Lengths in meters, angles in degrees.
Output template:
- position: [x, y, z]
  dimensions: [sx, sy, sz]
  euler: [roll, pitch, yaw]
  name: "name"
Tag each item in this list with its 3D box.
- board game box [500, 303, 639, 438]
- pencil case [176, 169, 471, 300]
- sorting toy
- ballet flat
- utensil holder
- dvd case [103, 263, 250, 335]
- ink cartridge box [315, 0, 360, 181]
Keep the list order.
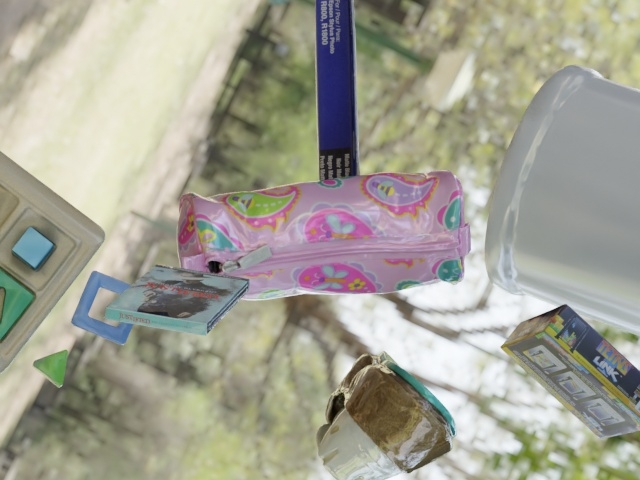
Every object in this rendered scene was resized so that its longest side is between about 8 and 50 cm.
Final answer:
- position: [0.310, 0.156, 1.985]
  dimensions: [0.048, 0.170, 0.141]
  euler: [-49, -175, -18]
  name: "board game box"
- position: [0.000, 0.000, 1.631]
  dimensions: [0.124, 0.284, 0.124]
  euler: [175, -90, -79]
  name: "pencil case"
- position: [-0.348, 0.011, 1.743]
  dimensions: [0.196, 0.347, 0.047]
  euler: [-54, -177, -14]
  name: "sorting toy"
- position: [0.051, 0.181, 1.657]
  dimensions: [0.124, 0.116, 0.342]
  euler: [-42, -175, -2]
  name: "ballet flat"
- position: [0.461, -0.025, 2.244]
  dimensions: [0.327, 0.385, 0.328]
  euler: [-42, 143, -42]
  name: "utensil holder"
- position: [-0.116, 0.048, 1.386]
  dimensions: [0.119, 0.087, 0.013]
  euler: [-45, 141, -69]
  name: "dvd case"
- position: [0.018, -0.154, 1.817]
  dimensions: [0.224, 0.045, 0.223]
  euler: [79, 9, -82]
  name: "ink cartridge box"
